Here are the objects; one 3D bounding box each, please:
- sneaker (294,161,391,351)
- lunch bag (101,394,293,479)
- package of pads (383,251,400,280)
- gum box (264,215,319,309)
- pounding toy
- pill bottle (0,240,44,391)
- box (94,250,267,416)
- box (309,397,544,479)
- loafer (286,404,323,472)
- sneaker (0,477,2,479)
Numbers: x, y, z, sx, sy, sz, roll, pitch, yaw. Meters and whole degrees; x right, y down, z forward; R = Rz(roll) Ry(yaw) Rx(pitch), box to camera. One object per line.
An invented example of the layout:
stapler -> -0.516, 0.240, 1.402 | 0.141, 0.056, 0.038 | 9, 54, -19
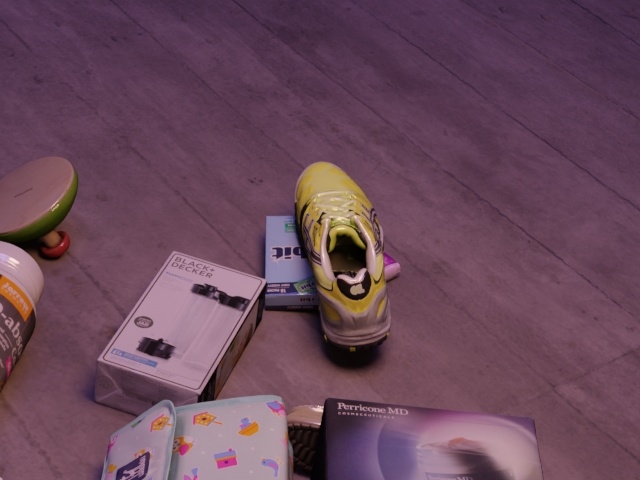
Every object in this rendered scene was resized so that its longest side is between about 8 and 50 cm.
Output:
sneaker -> 0.043, -0.006, 2.226 | 0.145, 0.147, 0.385 | -9, 45, -8
lunch bag -> -0.169, 0.331, 1.839 | 0.262, 0.160, 0.223 | -3, 41, 2
package of pads -> 0.090, 0.052, 2.357 | 0.083, 0.032, 0.050 | -24, 50, -36
gum box -> -0.014, 0.035, 2.316 | 0.157, 0.041, 0.184 | 0, 46, -1
pounding toy -> -0.486, -0.036, 2.317 | 0.237, 0.110, 0.183 | -8, 42, 27
pill bottle -> -0.509, 0.132, 2.021 | 0.162, 0.162, 0.278 | 12, 38, 4
box -> -0.209, 0.149, 2.122 | 0.169, 0.087, 0.290 | 18, 38, 11
box -> 0.137, 0.375, 1.824 | 0.296, 0.183, 0.294 | 6, 36, -5
loafer -> 0.066, 0.285, 2.000 | 0.268, 0.102, 0.092 | 14, 35, -10
sneaker -> -0.491, 0.336, 1.826 | 0.235, 0.090, 0.095 | 23, 48, 19
